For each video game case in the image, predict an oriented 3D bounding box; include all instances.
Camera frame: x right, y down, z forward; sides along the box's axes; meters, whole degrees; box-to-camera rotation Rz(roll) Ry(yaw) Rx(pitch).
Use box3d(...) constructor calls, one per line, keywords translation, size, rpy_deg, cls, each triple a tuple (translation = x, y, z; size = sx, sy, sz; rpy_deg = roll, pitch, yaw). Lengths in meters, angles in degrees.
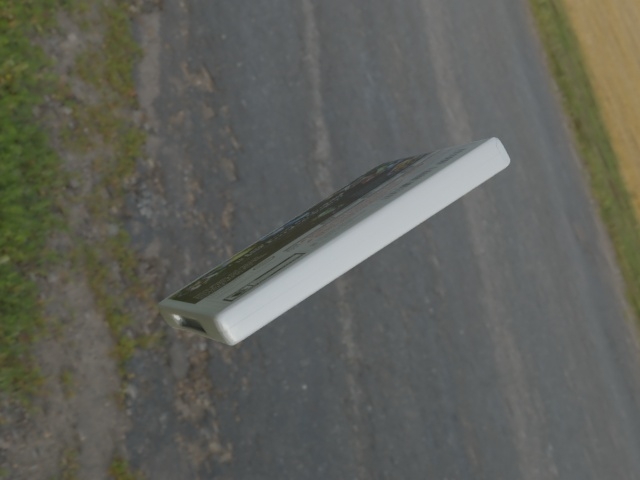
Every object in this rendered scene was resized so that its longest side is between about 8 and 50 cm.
box3d(translation=(0.000, 0.000, 0.650), size=(0.022, 0.190, 0.173), rpy_deg=(60, -16, -9), cls="video game case")
